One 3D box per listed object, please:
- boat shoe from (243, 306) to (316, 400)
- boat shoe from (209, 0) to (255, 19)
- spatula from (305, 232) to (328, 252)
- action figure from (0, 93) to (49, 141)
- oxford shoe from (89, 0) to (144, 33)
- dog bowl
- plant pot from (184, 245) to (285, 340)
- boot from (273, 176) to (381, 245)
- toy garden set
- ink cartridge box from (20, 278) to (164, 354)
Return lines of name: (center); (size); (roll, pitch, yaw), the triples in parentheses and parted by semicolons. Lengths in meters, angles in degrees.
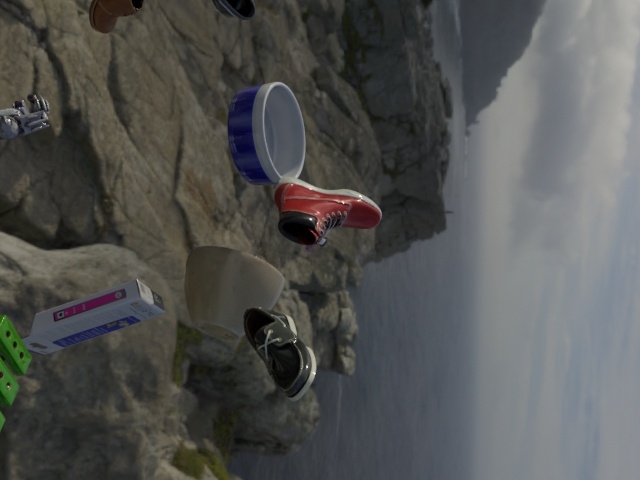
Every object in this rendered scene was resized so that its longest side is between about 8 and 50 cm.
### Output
boat shoe: (-0.072, 0.175, 0.973); (0.084, 0.079, 0.233); (-54, -154, 6)
boat shoe: (-0.140, -0.387, 0.839); (0.075, 0.065, 0.206); (-46, 153, -10)
spatula: (0.000, 0.000, 1.647); (0.084, 0.030, 0.296); (-51, 174, 1)
action figure: (-0.703, -0.273, 1.362); (0.285, 0.185, 0.099); (31, -55, 59)
oxford shoe: (-0.374, -0.441, 1.143); (0.076, 0.212, 0.076); (42, 57, -14)
dog bowl: (-0.138, -0.279, 1.624); (0.265, 0.104, 0.265); (-2, 90, -68)
plant pot: (-0.258, 0.164, 1.696); (0.284, 0.284, 0.191); (65, 35, -58)
boot: (0.023, -0.035, 1.266); (0.176, 0.244, 0.088); (-103, -149, -52)
toy garden set: (-0.552, 0.206, 0.950); (0.244, 0.049, 0.204); (-95, 175, -54)
ink cartridge box: (-0.633, 0.215, 1.674); (0.176, 0.371, 0.069); (71, -2, -68)
